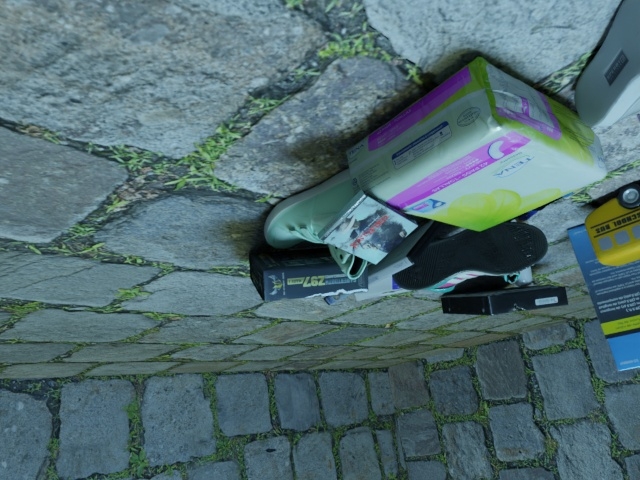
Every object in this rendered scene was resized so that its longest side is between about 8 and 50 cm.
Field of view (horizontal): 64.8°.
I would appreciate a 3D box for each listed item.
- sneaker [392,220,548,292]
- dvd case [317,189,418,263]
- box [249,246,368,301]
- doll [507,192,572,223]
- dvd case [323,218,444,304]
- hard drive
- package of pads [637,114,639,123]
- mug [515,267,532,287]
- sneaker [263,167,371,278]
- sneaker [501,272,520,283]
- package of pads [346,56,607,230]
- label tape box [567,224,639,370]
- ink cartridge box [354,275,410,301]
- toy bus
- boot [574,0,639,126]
[{"bbox_3d":[0.300,0.039,1.041,0.295,0.124,0.178,-13,176,13],"label":"sneaker"},{"bbox_3d":[0.065,-0.014,0.677,0.119,0.013,0.087,26,119,-40],"label":"dvd case"},{"bbox_3d":[-0.032,0.057,0.943,0.183,0.059,0.232,-3,-174,-14],"label":"box"},{"bbox_3d":[0.392,-0.077,0.923,0.129,0.046,0.189,-6,159,-12],"label":"doll"},{"bbox_3d":[0.128,0.033,0.989,0.253,0.022,0.180,-34,-173,48],"label":"dvd case"},{"bbox_3d":[0.537,0.180,1.523,0.236,0.064,0.339,-6,173,-9],"label":"hard drive"},{"bbox_3d":[0.504,-0.183,0.714,0.050,0.032,0.083,6,154,-32],"label":"package of pads"},{"bbox_3d":[0.575,0.096,1.425,0.078,0.064,0.062,-3,158,-17],"label":"mug"},{"bbox_3d":[0.000,0.000,0.809,0.094,0.151,0.256,11,152,-42],"label":"sneaker"},{"bbox_3d":[0.493,0.081,1.332,0.064,0.076,0.166,-13,159,12],"label":"sneaker"},{"bbox_3d":[0.220,-0.111,0.688,0.296,0.101,0.229,9,154,-39],"label":"package of pads"},{"bbox_3d":[0.730,0.099,1.116,0.240,0.334,0.106,-21,156,29],"label":"label tape box"},{"bbox_3d":[0.177,0.096,1.282,0.206,0.045,0.208,-11,158,4],"label":"ink cartridge box"},{"bbox_3d":[0.687,-0.068,0.951,0.108,0.130,0.332,7,154,-37],"label":"toy bus"},{"bbox_3d":[0.380,-0.212,0.530,0.123,0.095,0.258,-16,167,0],"label":"boot"}]
